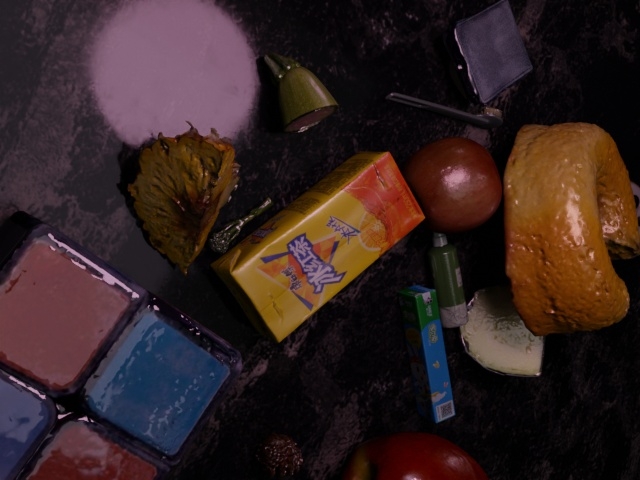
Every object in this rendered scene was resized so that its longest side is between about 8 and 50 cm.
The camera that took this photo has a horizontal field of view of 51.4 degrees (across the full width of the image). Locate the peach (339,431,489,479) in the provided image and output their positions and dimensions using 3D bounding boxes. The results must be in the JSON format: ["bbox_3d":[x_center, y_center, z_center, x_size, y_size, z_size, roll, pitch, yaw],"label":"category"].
[{"bbox_3d":[0.189,0.501,1.214,0.338,0.281,0.281,36,78,-26],"label":"peach"}]

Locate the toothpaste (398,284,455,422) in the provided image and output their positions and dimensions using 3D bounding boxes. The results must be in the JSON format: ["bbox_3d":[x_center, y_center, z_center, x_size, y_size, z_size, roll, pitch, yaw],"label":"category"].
[{"bbox_3d":[0.208,0.223,1.305,0.050,0.065,0.267,-16,103,-23],"label":"toothpaste"}]

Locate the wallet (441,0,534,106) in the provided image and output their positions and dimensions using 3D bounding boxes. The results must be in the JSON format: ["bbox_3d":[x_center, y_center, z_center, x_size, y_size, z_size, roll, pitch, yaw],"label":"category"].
[{"bbox_3d":[0.331,-0.372,1.302,0.222,0.036,0.167,-37,108,-36],"label":"wallet"}]

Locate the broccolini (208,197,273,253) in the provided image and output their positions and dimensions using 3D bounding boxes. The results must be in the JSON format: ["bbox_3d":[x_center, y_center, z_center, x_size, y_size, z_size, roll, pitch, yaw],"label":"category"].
[{"bbox_3d":[-0.128,-0.026,1.115,0.140,0.030,0.035,-38,67,-25],"label":"broccolini"}]

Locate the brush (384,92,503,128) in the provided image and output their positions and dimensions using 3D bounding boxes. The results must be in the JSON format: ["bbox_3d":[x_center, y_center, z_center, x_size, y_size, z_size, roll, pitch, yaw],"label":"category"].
[{"bbox_3d":[0.241,-0.257,1.285,0.266,0.062,0.027,8,76,-25],"label":"brush"}]

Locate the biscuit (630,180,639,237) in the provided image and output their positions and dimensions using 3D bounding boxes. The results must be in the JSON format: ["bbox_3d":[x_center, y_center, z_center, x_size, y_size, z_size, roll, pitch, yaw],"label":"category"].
[{"bbox_3d":[0.727,-0.050,1.566,0.208,0.049,0.181,24,83,-30],"label":"biscuit"}]

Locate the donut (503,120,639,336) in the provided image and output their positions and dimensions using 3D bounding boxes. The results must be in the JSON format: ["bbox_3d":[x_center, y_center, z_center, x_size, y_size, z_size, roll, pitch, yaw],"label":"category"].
[{"bbox_3d":[0.495,-0.047,1.289,0.435,0.163,0.378,-49,121,-43],"label":"donut"}]

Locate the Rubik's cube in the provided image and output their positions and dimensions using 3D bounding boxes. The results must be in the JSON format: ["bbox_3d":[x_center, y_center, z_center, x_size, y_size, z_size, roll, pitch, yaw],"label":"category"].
[{"bbox_3d":[-0.347,0.173,0.861,0.318,0.316,0.313,41,75,-26],"label":"Rubik's cube"}]

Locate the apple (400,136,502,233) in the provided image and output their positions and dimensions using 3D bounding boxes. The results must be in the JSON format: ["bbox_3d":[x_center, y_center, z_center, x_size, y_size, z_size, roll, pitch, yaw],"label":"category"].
[{"bbox_3d":[0.242,-0.099,1.229,0.168,0.181,0.181,-29,108,-14],"label":"apple"}]

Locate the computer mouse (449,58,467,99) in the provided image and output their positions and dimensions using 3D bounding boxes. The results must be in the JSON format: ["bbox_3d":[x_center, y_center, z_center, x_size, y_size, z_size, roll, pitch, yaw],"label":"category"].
[{"bbox_3d":[0.280,-0.325,1.306,0.056,0.032,0.110,-40,116,-28],"label":"computer mouse"}]

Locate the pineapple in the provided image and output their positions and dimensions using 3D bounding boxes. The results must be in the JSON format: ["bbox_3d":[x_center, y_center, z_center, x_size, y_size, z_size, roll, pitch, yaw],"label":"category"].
[{"bbox_3d":[-0.204,-0.100,1.030,0.139,0.250,0.164,27,46,3],"label":"pineapple"}]

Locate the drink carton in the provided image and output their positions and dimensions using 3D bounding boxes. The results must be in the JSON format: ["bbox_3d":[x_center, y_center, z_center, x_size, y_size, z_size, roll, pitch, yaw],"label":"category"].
[{"bbox_3d":[0.000,0.000,1.147,0.351,0.111,0.155,-39,111,-18],"label":"drink carton"}]

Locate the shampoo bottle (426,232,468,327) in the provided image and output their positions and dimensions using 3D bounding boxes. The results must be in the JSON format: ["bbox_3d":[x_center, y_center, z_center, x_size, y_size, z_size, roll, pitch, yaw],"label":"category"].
[{"bbox_3d":[0.247,0.067,1.314,0.065,0.065,0.205,-18,103,-26],"label":"shampoo bottle"}]

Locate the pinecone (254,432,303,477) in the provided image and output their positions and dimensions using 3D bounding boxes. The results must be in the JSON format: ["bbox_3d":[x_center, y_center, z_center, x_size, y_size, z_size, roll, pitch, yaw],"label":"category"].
[{"bbox_3d":[-0.070,0.382,1.168,0.077,0.077,0.083,-47,123,-16],"label":"pinecone"}]

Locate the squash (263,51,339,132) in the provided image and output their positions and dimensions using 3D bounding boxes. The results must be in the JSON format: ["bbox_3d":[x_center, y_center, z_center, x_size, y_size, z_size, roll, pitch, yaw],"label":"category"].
[{"bbox_3d":[-0.041,-0.261,1.121,0.105,0.105,0.132,-22,87,-25],"label":"squash"}]

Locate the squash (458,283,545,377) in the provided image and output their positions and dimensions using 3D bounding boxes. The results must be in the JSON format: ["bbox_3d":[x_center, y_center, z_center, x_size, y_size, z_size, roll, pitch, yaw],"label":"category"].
[{"bbox_3d":[0.372,0.182,1.393,0.184,0.085,0.192,8,85,0],"label":"squash"}]
